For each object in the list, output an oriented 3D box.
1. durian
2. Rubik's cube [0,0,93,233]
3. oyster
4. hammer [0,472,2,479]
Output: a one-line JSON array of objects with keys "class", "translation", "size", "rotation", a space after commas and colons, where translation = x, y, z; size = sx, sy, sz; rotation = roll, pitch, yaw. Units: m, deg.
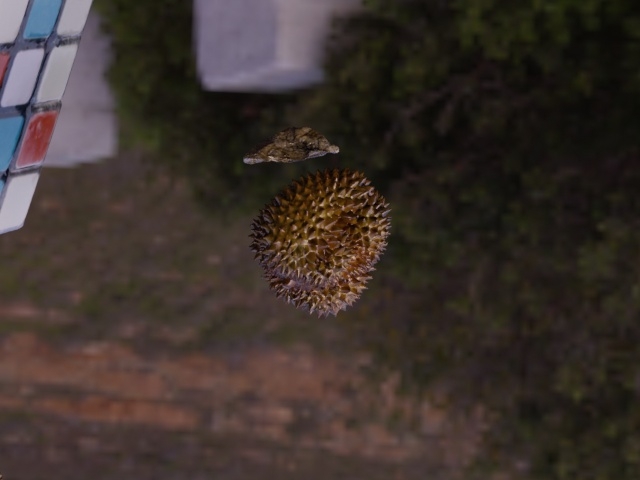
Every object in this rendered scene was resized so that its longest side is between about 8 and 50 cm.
[{"class": "durian", "translation": [0.000, 0.000, 2.023], "size": [0.137, 0.168, 0.158], "rotation": [35, 145, 9]}, {"class": "Rubik's cube", "translation": [-0.371, -0.152, 1.599], "size": [0.259, 0.256, 0.253], "rotation": [25, -164, 14]}, {"class": "oyster", "translation": [-0.034, -0.100, 2.044], "size": [0.083, 0.038, 0.080], "rotation": [-6, -174, -44]}, {"class": "hammer", "translation": [-0.288, 0.258, 2.044], "size": [0.123, 0.029, 0.014], "rotation": [5, -153, -21]}]
